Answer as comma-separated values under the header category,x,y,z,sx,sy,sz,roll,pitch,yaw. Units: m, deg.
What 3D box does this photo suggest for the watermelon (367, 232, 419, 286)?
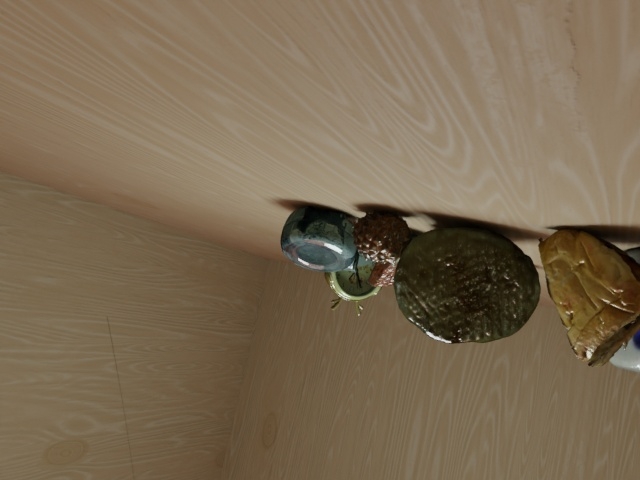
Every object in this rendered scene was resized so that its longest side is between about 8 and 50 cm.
category,x,y,z,sx,sy,sz,roll,pitch,yaw
watermelon,0.267,0.096,1.891,0.192,0.140,0.257,15,135,-27

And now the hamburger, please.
category,x,y,z,sx,sy,sz,roll,pitch,yaw
hamburger,0.670,0.114,1.283,0.162,0.330,0.209,4,155,-32

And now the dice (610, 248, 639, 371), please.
category,x,y,z,sx,sy,sz,roll,pitch,yaw
dice,0.888,0.192,1.354,0.276,0.304,0.304,12,173,0

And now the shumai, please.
category,x,y,z,sx,sy,sz,roll,pitch,yaw
shumai,0.412,0.106,1.612,0.397,0.324,0.323,5,-170,5

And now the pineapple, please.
category,x,y,z,sx,sy,sz,roll,pitch,yaw
pineapple,0.164,-0.011,1.604,0.166,0.166,0.193,18,170,-38

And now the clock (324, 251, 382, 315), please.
category,x,y,z,sx,sy,sz,roll,pitch,yaw
clock,0.122,0.114,2.007,0.235,0.308,0.096,15,175,-20

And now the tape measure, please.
category,x,y,z,sx,sy,sz,roll,pitch,yaw
tape measure,0.000,0.000,1.822,0.256,0.147,0.275,5,150,14
